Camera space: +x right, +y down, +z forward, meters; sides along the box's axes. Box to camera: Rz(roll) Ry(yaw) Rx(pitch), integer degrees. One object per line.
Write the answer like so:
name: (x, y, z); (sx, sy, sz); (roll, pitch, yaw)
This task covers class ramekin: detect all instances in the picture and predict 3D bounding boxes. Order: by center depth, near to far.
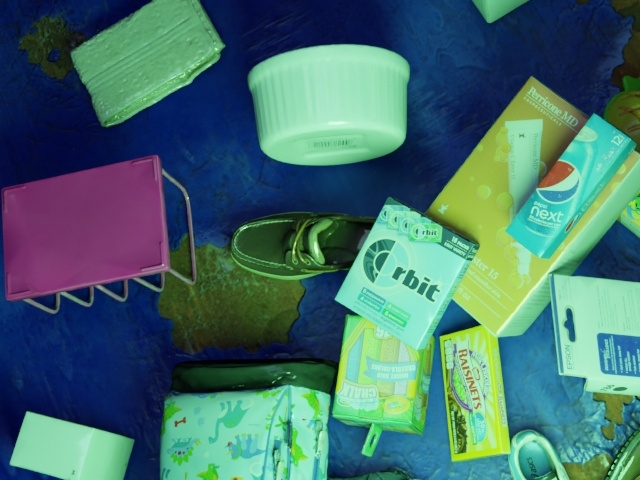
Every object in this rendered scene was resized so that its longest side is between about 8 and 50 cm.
ramekin: (0.018, -0.220, 1.778); (0.277, 0.277, 0.135); (-7, 79, 12)

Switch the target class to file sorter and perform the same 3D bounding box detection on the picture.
file sorter: (-0.380, 0.001, 1.847); (0.291, 0.182, 0.202); (-11, 72, 11)

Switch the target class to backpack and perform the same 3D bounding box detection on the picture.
backpack: (-0.125, 0.368, 1.650); (0.290, 0.273, 0.355); (-3, 86, 26)

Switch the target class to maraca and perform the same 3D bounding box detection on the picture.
maraca: (0.535, -0.205, 1.739); (0.127, 0.099, 0.185); (27, 56, 2)

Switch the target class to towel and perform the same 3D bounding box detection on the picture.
towel: (-0.333, -0.359, 2.021); (0.282, 0.049, 0.187); (-30, 67, 4)

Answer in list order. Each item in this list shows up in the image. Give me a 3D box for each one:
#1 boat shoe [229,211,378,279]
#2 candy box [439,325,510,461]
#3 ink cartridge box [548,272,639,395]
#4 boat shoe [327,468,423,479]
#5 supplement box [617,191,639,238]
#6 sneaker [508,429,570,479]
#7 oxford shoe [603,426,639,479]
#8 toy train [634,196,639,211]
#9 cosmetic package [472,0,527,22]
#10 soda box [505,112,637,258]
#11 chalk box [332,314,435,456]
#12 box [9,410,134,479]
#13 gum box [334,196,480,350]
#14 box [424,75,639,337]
boat shoe: (0.000, 0.000, 1.787); (0.342, 0.123, 0.123); (5, 74, 15)
candy box: (0.245, 0.243, 1.678); (0.105, 0.027, 0.206); (-21, 66, 41)
ink cartridge box: (0.488, 0.148, 1.573); (0.333, 0.065, 0.165); (8, 63, -12)
boat shoe: (0.158, 0.428, 1.611); (0.340, 0.127, 0.158); (-6, 77, 14)
supplement box: (0.502, -0.075, 1.715); (0.233, 0.080, 0.078); (43, 89, 19)
sneaker: (0.354, 0.401, 1.599); (0.085, 0.086, 0.237); (-27, 70, 2)
oxford shoe: (0.513, 0.318, 1.588); (0.096, 0.083, 0.227); (42, 86, 19)
toy train: (0.537, -0.059, 1.652); (0.083, 0.017, 0.023); (-2, 63, 13)
cosmetic package: (0.286, -0.544, 1.833); (0.138, 0.224, 0.224); (-30, 69, 0)
soda box: (0.359, -0.075, 1.507); (0.067, 0.071, 0.210); (39, 103, 20)
chalk box: (0.101, 0.239, 1.685); (0.132, 0.132, 0.213); (4, 75, 15)
box: (-0.409, 0.351, 1.751); (0.130, 0.170, 0.091); (11, 76, 16)
gum box: (0.132, 0.050, 1.617); (0.157, 0.041, 0.184); (31, 100, 22)
box: (0.323, -0.047, 1.653); (0.215, 0.168, 0.345); (41, 103, 21)
